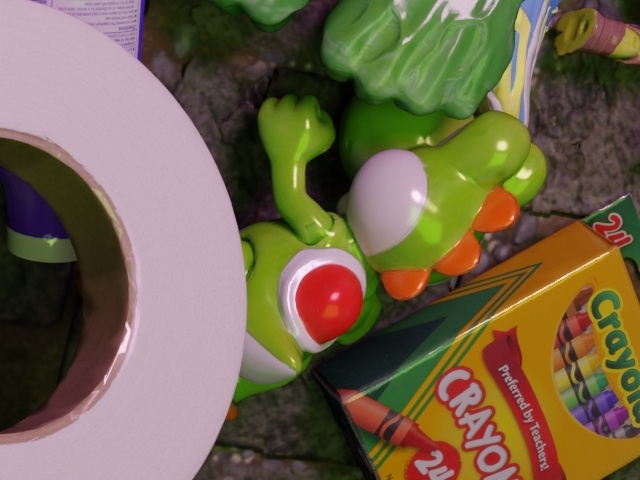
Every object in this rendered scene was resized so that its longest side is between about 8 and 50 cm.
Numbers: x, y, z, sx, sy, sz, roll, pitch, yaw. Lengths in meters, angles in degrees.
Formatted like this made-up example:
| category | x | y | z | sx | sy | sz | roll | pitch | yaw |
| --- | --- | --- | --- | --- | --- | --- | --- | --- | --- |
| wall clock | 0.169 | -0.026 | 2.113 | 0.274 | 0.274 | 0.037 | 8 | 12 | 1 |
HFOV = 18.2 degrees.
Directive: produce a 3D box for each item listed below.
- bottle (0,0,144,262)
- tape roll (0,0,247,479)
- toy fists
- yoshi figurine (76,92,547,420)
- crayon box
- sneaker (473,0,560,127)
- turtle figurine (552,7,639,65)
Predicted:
| category | x | y | z | sx | sy | sz | roll | pitch | yaw |
| --- | --- | --- | --- | --- | --- | --- | --- | --- | --- |
| bottle | -0.191 | -0.126 | 1.463 | 0.118 | 0.092 | 0.283 | -3 | 110 | -22 |
| tape roll | -0.227 | 0.030 | 1.313 | 0.392 | 0.072 | 0.392 | 6 | 79 | -34 |
| toy fists | 0.014 | -0.193 | 1.473 | 0.279 | 0.096 | 0.142 | 33 | 81 | -2 |
| yoshi figurine | -0.002 | -0.009 | 1.564 | 0.362 | 0.203 | 0.203 | -30 | 81 | 6 |
| crayon box | 0.177 | 0.122 | 1.701 | 0.318 | 0.081 | 0.202 | -30 | 116 | -9 |
| sneaker | 0.167 | -0.194 | 1.575 | 0.126 | 0.091 | 0.240 | -15 | 113 | -16 |
| turtle figurine | 0.300 | -0.151 | 1.643 | 0.217 | 0.087 | 0.270 | 22 | 100 | -26 |
